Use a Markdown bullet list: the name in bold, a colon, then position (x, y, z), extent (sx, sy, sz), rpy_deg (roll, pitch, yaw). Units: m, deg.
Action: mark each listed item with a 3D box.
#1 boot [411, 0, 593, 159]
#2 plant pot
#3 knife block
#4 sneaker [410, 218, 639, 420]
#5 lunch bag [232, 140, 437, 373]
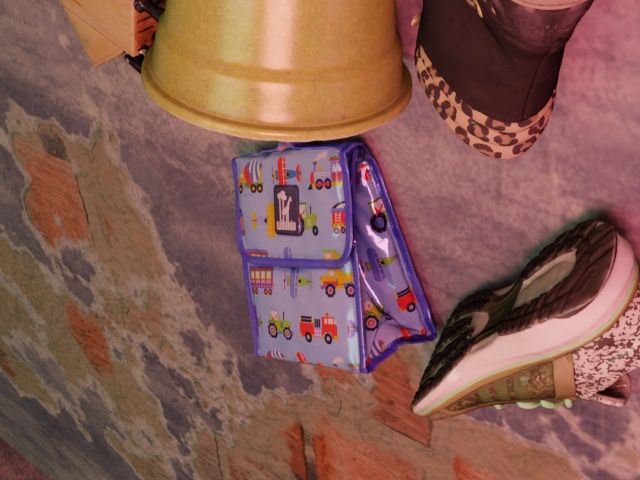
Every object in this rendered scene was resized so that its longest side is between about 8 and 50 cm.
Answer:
- **boot**: position (0.124, -0.274, 0.786), extent (0.284, 0.138, 0.378), rpy_deg (81, 172, -65)
- **plant pot**: position (-0.034, -0.269, 0.905), extent (0.276, 0.276, 0.254), rpy_deg (29, 131, 31)
- **knife block**: position (-0.234, -0.321, 1.224), extent (0.242, 0.088, 0.276), rpy_deg (-9, 111, 50)
- **sneaker**: position (0.239, 0.141, 1.041), extent (0.182, 0.158, 0.410), rpy_deg (36, 149, -5)
- **lunch bag**: position (0.000, 0.000, 1.217), extent (0.221, 0.138, 0.293), rpy_deg (0, 106, 50)
